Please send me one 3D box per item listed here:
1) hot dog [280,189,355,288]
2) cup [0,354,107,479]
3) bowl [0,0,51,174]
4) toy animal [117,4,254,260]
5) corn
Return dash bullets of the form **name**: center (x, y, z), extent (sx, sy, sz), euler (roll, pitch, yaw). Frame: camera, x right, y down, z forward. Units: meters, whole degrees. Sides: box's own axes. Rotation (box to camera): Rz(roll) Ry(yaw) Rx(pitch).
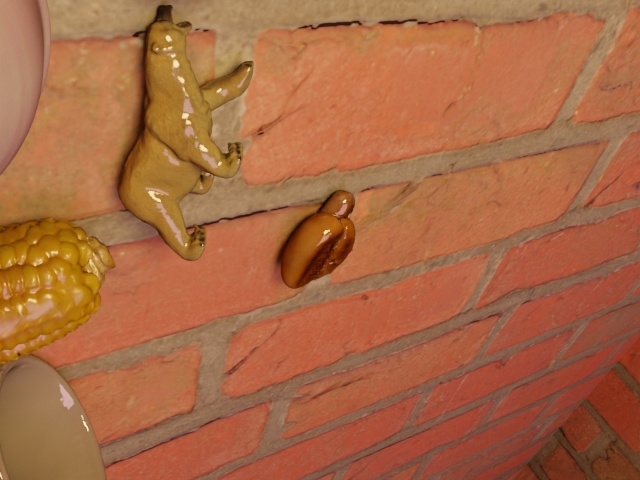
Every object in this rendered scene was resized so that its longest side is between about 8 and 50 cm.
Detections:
- **hot dog**: center (-0.002, 0.000, 0.833), extent (0.089, 0.060, 0.140), euler (-8, 144, -41)
- **cup**: center (-0.385, 0.280, 0.727), extent (0.257, 0.227, 0.301), euler (-22, 159, 0)
- **bowl**: center (-0.290, -0.102, 0.365), extent (0.287, 0.144, 0.287), euler (-22, 140, -20)
- **toy animal**: center (-0.128, -0.091, 0.594), extent (0.101, 0.103, 0.219), euler (14, 131, -20)
- **corn**: center (-0.355, 0.079, 0.559), extent (0.363, 0.120, 0.120), euler (-24, 145, -16)
